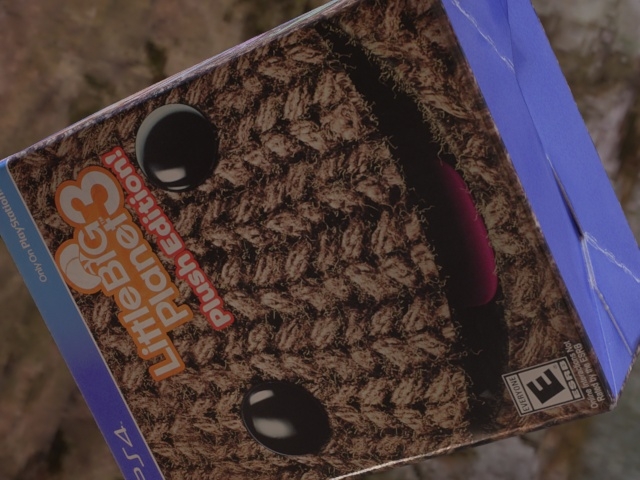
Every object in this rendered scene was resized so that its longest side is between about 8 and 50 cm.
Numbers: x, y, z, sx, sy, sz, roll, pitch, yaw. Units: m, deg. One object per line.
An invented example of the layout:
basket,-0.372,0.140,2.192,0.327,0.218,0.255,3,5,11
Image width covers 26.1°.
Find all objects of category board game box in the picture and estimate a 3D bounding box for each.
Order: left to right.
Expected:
board game box,0.000,0.000,0.762,0.291,0.232,0.141,-21,10,28
